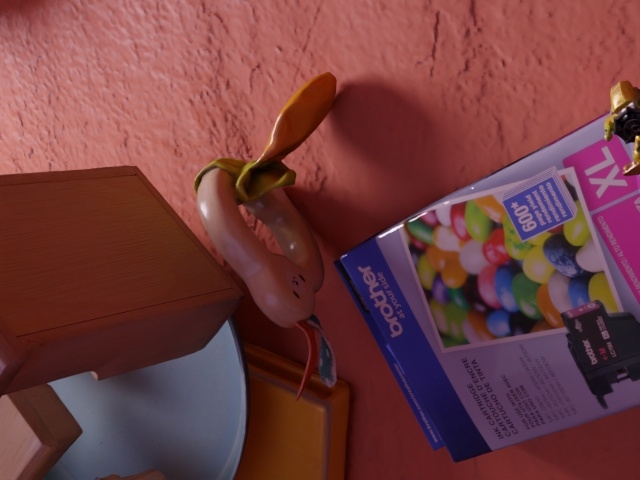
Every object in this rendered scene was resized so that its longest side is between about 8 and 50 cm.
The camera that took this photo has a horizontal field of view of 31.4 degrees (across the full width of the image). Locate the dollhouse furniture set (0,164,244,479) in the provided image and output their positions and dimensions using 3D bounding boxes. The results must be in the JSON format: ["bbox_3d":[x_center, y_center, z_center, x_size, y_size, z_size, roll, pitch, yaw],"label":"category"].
[{"bbox_3d":[-0.283,0.141,0.915,0.362,0.256,0.394,49,118,19],"label":"dollhouse furniture set"}]

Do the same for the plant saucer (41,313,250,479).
[{"bbox_3d":[-0.183,0.121,1.027,0.318,0.044,0.317,5,98,33],"label":"plant saucer"}]

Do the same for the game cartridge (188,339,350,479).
[{"bbox_3d":[-0.103,0.234,1.090,0.285,0.053,0.323,19,122,30],"label":"game cartridge"}]

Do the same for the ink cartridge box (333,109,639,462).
[{"bbox_3d":[0.141,0.046,0.815,0.311,0.065,0.185,-28,91,43],"label":"ink cartridge box"}]

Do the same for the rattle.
[{"bbox_3d":[0.000,0.000,0.859,0.143,0.130,0.199,-30,56,7],"label":"rattle"}]

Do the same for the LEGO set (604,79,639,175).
[{"bbox_3d":[0.227,-0.178,0.521,0.192,0.255,0.331,35,144,-14],"label":"LEGO set"}]
